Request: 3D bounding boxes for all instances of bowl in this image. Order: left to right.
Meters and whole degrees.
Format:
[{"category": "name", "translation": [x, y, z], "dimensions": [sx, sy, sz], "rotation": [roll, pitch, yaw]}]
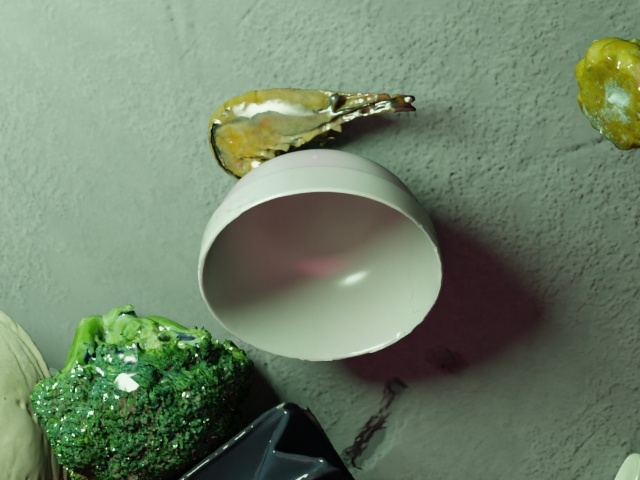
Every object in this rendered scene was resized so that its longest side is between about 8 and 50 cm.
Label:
[{"category": "bowl", "translation": [0.000, 0.000, 1.727], "dimensions": [0.287, 0.143, 0.287], "rotation": [0, 133, 0]}]

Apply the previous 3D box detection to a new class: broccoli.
[{"category": "broccoli", "translation": [-0.217, 0.195, 1.783], "dimensions": [0.295, 0.245, 0.265], "rotation": [15, 122, -30]}]

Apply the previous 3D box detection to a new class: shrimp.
[{"category": "shrimp", "translation": [-0.007, -0.133, 1.749], "dimensions": [0.262, 0.066, 0.117], "rotation": [-1, 118, 15]}]

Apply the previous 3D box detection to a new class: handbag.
[{"category": "handbag", "translation": [-0.094, 0.385, 1.795], "dimensions": [0.329, 0.122, 0.303], "rotation": [-34, 144, -5]}]

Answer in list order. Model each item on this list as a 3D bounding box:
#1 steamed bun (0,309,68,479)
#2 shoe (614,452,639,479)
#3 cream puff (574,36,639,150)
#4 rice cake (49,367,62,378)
[{"category": "steamed bun", "translation": [-0.436, 0.267, 1.789], "dimensions": [0.247, 0.236, 0.383], "rotation": [-9, 90, 36]}, {"category": "shoe", "translation": [0.412, 0.416, 1.918], "dimensions": [0.110, 0.095, 0.265], "rotation": [19, 107, -6]}, {"category": "cream puff", "translation": [0.380, -0.180, 1.698], "dimensions": [0.116, 0.146, 0.146], "rotation": [-29, 111, -30]}, {"category": "rice cake", "translation": [-0.268, 0.212, 1.895], "dimensions": [0.208, 0.033, 0.033], "rotation": [20, 109, -5]}]
